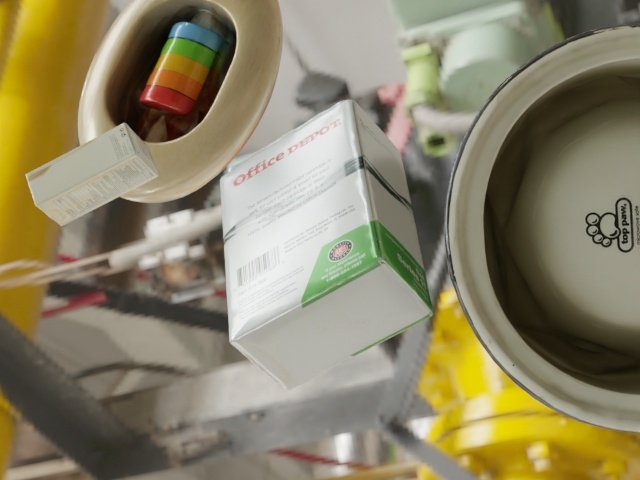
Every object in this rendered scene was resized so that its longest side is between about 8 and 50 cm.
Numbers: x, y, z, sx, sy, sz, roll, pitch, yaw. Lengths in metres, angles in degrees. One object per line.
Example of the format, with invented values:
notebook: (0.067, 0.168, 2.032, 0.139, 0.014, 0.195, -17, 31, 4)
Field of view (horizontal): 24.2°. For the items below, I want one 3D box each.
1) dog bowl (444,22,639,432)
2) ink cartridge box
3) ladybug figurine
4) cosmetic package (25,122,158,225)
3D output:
dog bowl: (0.327, -0.012, 1.540, 0.150, 0.408, 0.408, 25, -129, -89)
ink cartridge box: (0.000, 0.000, 1.276, 0.087, 0.153, 0.208, 44, -154, -37)
ladybug figurine: (-0.209, -0.252, 2.392, 0.449, 0.305, 0.162, -63, -22, -13)
cosmetic package: (-0.226, -0.065, 1.480, 0.041, 0.115, 0.060, 67, -173, 26)
